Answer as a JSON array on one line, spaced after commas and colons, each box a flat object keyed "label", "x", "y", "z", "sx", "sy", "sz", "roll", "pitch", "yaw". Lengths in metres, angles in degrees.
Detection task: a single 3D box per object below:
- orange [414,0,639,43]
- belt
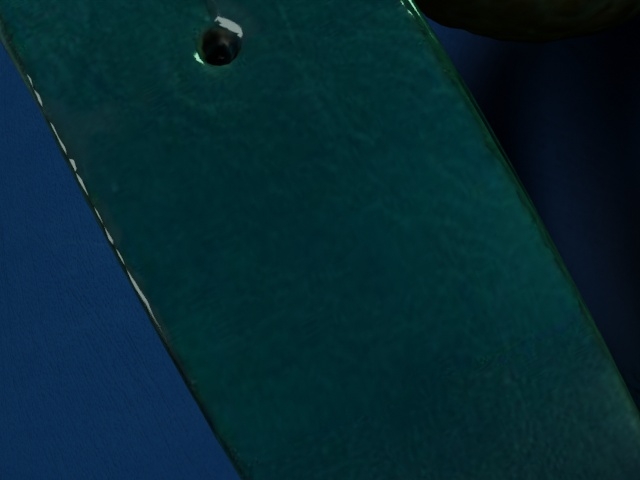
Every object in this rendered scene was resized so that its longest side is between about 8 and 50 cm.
[{"label": "orange", "x": 0.097, "y": -0.262, "z": 0.509, "sx": 0.329, "sy": 0.249, "sz": 0.329, "roll": 25, "pitch": 120, "yaw": 56}, {"label": "belt", "x": 0.000, "y": -0.002, "z": 0.499, "sx": 0.436, "sy": 0.173, "sz": 0.300, "roll": 64, "pitch": 179, "yaw": 6}]
